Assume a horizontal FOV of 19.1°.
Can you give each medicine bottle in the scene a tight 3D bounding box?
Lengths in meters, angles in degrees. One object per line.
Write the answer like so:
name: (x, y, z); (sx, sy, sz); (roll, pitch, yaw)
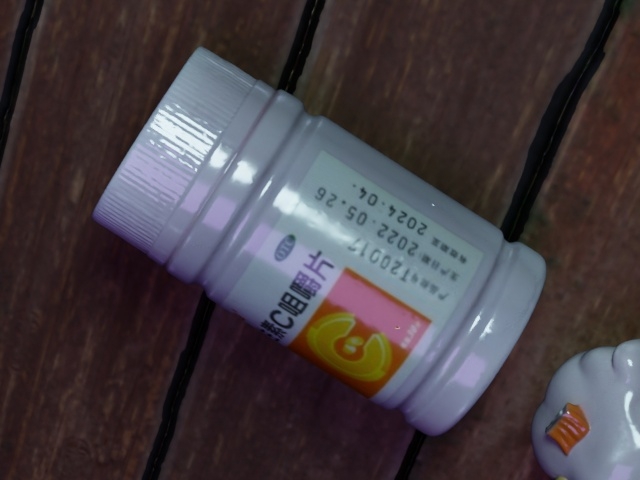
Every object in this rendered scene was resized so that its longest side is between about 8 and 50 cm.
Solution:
medicine bottle: (0.000, 0.000, 1.138); (0.250, 0.133, 0.133); (34, 125, -4)

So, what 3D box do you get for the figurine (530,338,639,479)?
figurine: (0.218, 0.115, 1.160); (0.229, 0.112, 0.137); (-12, 126, 9)
